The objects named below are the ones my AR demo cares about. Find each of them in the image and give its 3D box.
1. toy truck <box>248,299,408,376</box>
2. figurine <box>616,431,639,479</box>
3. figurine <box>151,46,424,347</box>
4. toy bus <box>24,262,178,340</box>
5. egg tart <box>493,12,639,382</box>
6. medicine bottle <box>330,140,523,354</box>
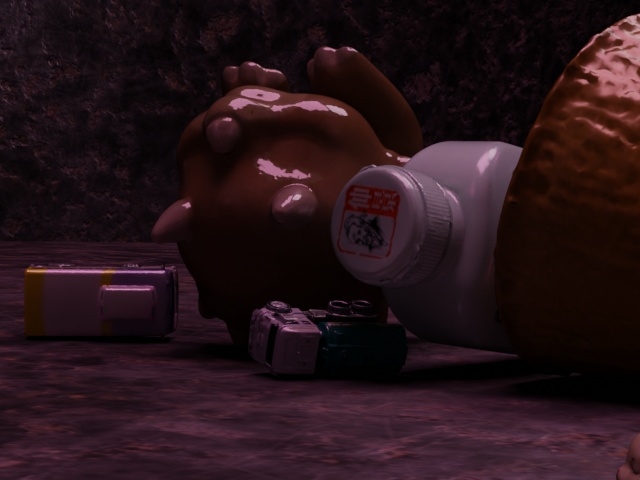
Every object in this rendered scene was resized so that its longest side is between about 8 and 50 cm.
[{"bbox_3d":[0.005,0.057,0.839,0.083,0.039,0.044,3,15,-27],"label":"toy truck"},{"bbox_3d":[0.145,0.065,0.521,0.083,0.051,0.047,2,-4,1],"label":"figurine"},{"bbox_3d":[-0.005,-0.002,0.984,0.177,0.173,0.247,6,-29,13],"label":"figurine"},{"bbox_3d":[-0.147,0.040,1.008,0.102,0.052,0.058,1,2,-4],"label":"toy bus"},{"bbox_3d":[0.202,-0.006,0.816,0.170,0.215,0.215,24,15,38],"label":"egg tart"},{"bbox_3d":[0.102,0.005,0.892,0.083,0.121,0.229,5,-4,41],"label":"medicine bottle"}]
